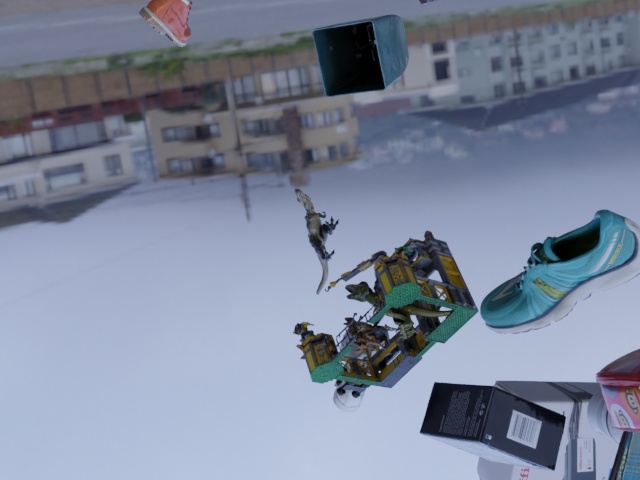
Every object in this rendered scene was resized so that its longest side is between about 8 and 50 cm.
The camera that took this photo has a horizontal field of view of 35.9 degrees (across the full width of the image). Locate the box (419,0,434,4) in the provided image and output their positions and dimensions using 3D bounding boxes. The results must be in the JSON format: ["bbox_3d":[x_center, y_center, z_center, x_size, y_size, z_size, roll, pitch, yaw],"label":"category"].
[{"bbox_3d":[0.277,-0.650,2.128,0.168,0.167,0.203,-11,-143,42],"label":"box"}]

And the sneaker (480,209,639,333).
[{"bbox_3d":[0.338,0.040,1.442,0.275,0.110,0.107,-37,-145,30],"label":"sneaker"}]

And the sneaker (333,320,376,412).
[{"bbox_3d":[0.082,0.236,1.973,0.080,0.094,0.212,16,-133,-5],"label":"sneaker"}]

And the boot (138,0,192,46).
[{"bbox_3d":[-0.244,-0.387,1.696,0.084,0.059,0.158,-46,171,5],"label":"boot"}]

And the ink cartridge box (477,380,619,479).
[{"bbox_3d":[0.646,0.535,2.640,0.394,0.286,0.166,4,-170,-21],"label":"ink cartridge box"}]

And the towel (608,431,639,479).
[{"bbox_3d":[0.692,0.397,1.748,0.370,0.272,0.040,13,-175,-12],"label":"towel"}]

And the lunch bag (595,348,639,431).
[{"bbox_3d":[0.605,0.211,1.540,0.293,0.120,0.258,-17,177,-13],"label":"lunch bag"}]

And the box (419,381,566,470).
[{"bbox_3d":[0.270,0.291,1.557,0.156,0.093,0.158,25,163,-25],"label":"box"}]

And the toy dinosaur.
[{"bbox_3d":[0.000,0.000,2.388,0.064,0.268,0.118,-12,-176,-24],"label":"toy dinosaur"}]

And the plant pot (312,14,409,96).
[{"bbox_3d":[0.120,-0.468,2.418,0.165,0.166,0.234,-2,-159,31],"label":"plant pot"}]

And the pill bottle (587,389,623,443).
[{"bbox_3d":[0.667,0.374,2.063,0.121,0.121,0.221,-13,-175,-23],"label":"pill bottle"}]

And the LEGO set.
[{"bbox_3d":[0.101,0.105,1.740,0.254,0.331,0.192,8,-137,-31],"label":"LEGO set"}]
